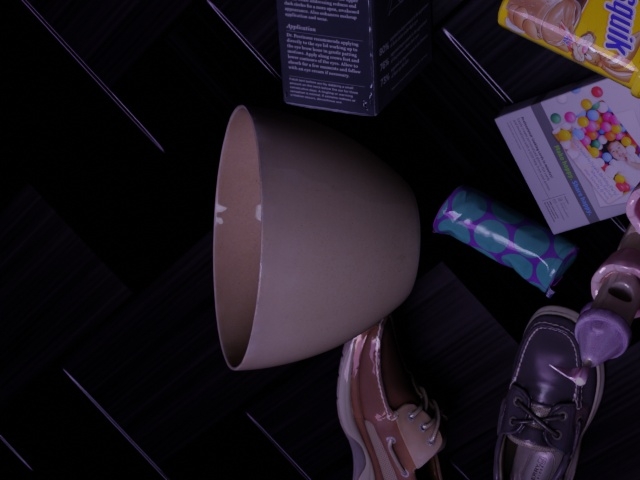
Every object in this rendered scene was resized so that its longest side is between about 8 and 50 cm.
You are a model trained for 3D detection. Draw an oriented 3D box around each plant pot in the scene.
[{"bbox_3d":[0.000,0.000,1.706,0.191,0.284,0.284,2,126,-13],"label":"plant pot"}]

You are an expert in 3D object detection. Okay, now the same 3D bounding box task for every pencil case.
[{"bbox_3d":[0.199,-0.002,1.697,0.151,0.064,0.070,30,138,10],"label":"pencil case"}]

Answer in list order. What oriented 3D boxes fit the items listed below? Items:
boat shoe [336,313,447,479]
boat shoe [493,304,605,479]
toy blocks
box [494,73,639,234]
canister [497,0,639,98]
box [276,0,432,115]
[{"bbox_3d":[0.095,0.214,1.861,0.116,0.123,0.324,4,126,19],"label":"boat shoe"},{"bbox_3d":[0.251,0.207,1.776,0.102,0.092,0.285,19,126,18],"label":"boat shoe"},{"bbox_3d":[0.378,0.115,1.514,0.288,0.260,0.309,26,133,7],"label":"toy blocks"},{"bbox_3d":[0.291,-0.097,1.607,0.186,0.038,0.145,-18,109,34],"label":"box"},{"bbox_3d":[0.269,-0.222,1.498,0.170,0.073,0.126,28,96,14],"label":"canister"},{"bbox_3d":[0.035,-0.251,1.580,0.108,0.153,0.207,10,121,24],"label":"box"}]
